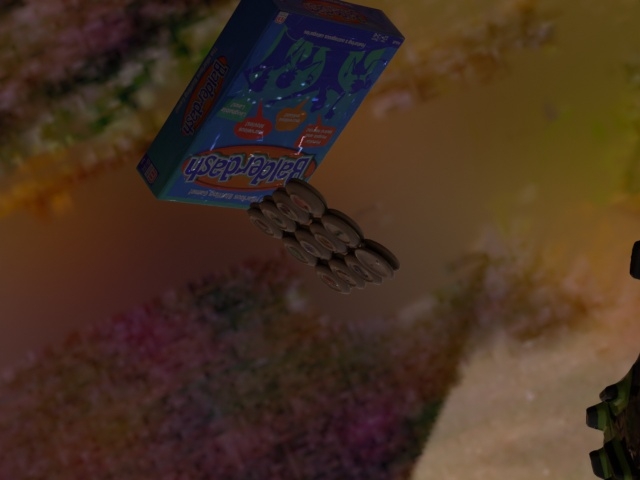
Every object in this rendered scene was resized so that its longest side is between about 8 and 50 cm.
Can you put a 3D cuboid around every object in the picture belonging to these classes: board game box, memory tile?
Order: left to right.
[{"bbox_3d":[-0.044,-0.120,1.392,0.160,0.047,0.210,4,130,-45],"label":"board game box"},{"bbox_3d":[0.000,0.000,1.265,0.012,0.113,0.148,-53,-171,-18],"label":"memory tile"}]

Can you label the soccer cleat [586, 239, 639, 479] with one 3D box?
[{"bbox_3d":[0.225,0.073,0.889,0.121,0.093,0.289,-6,132,-13],"label":"soccer cleat"}]
